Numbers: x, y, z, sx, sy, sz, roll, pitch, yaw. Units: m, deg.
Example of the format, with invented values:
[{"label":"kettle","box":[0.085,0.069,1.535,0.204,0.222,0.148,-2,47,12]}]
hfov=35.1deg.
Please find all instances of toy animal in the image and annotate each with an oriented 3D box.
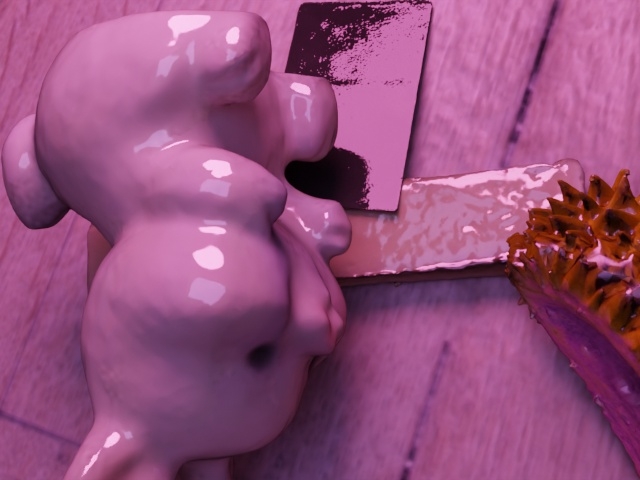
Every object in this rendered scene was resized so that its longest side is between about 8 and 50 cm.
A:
[{"label":"toy animal","box":[-0.103,0.040,0.684,0.241,0.196,0.368,-13,76,23]}]

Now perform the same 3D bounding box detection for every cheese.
[{"label":"cheese","box":[0.001,-0.001,0.777,0.400,0.034,0.085,-7,70,14]}]

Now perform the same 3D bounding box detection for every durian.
[{"label":"durian","box":[0.264,0.083,0.622,0.191,0.112,0.341,-34,73,9]}]

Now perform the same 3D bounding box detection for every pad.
[{"label":"pad","box":[0.019,-0.111,0.798,0.116,0.004,0.193,4,66,18]}]
